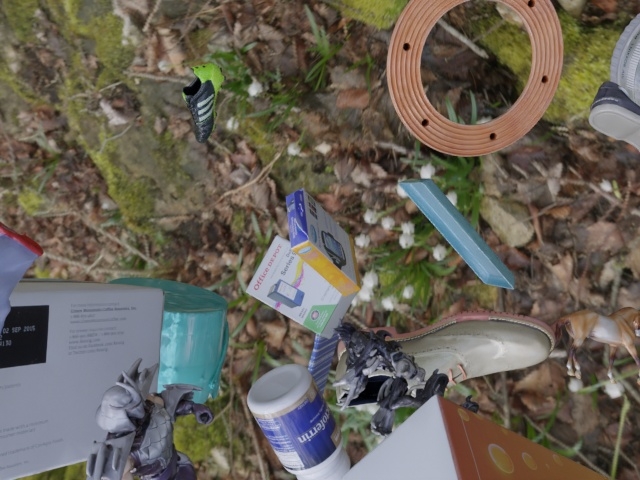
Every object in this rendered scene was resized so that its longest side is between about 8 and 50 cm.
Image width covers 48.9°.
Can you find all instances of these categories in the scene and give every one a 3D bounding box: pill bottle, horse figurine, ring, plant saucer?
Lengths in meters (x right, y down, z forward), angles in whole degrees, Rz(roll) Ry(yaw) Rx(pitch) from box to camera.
[{"bbox_3d":[-0.041,0.419,1.562,0.153,0.153,0.264,-20,112,15],"label":"pill bottle"},{"bbox_3d":[0.591,0.212,1.505,0.264,0.066,0.174,9,73,-11],"label":"horse figurine"},{"bbox_3d":[0.276,-0.317,1.258,0.337,0.032,0.336,-5,110,-14],"label":"ring"},{"bbox_3d":[0.177,-0.010,0.899,0.192,0.067,0.018,45,78,-18],"label":"plant saucer"}]

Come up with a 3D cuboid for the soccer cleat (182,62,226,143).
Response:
[{"bbox_3d":[-0.236,-0.266,1.372,0.072,0.060,0.178,-8,138,-28],"label":"soccer cleat"}]

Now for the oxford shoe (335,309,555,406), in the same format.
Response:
[{"bbox_3d":[0.213,0.228,1.243,0.397,0.146,0.140,-14,126,23],"label":"oxford shoe"}]

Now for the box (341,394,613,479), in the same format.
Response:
[{"bbox_3d":[0.213,0.345,0.727,0.345,0.215,0.168,28,119,-22],"label":"box"}]

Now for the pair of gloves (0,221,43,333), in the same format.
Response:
[{"bbox_3d":[-0.275,0.029,0.448,0.023,0.159,0.198,18,160,31],"label":"pair of gloves"}]

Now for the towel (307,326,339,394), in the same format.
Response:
[{"bbox_3d":[-0.018,0.381,1.973,0.040,0.243,0.335,15,94,13],"label":"towel"}]

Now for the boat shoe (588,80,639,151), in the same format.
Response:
[{"bbox_3d":[0.478,-0.165,1.014,0.206,0.064,0.075,22,157,-18],"label":"boat shoe"}]

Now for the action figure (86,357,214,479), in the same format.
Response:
[{"bbox_3d":[-0.159,0.244,0.731,0.099,0.185,0.284,-3,124,17],"label":"action figure"}]

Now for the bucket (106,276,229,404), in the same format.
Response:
[{"bbox_3d":[-0.314,0.190,1.386,0.281,0.281,0.183,13,98,2],"label":"bucket"}]

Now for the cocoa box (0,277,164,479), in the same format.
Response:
[{"bbox_3d":[-0.413,0.167,0.930,0.228,0.347,0.231,2,88,30],"label":"cocoa box"}]

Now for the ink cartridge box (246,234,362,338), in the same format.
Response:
[{"bbox_3d":[-0.039,0.105,1.609,0.212,0.093,0.154,29,88,23],"label":"ink cartridge box"}]

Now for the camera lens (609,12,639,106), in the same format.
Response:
[{"bbox_3d":[0.612,-0.251,1.083,0.220,0.274,0.219,-6,118,-11],"label":"camera lens"}]

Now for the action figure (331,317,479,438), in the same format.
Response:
[{"bbox_3d":[0.093,0.213,1.039,0.164,0.276,0.141,38,84,-35],"label":"action figure"}]

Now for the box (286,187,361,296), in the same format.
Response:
[{"bbox_3d":[0.000,0.000,0.827,0.028,0.081,0.136,-27,137,22],"label":"box"}]
